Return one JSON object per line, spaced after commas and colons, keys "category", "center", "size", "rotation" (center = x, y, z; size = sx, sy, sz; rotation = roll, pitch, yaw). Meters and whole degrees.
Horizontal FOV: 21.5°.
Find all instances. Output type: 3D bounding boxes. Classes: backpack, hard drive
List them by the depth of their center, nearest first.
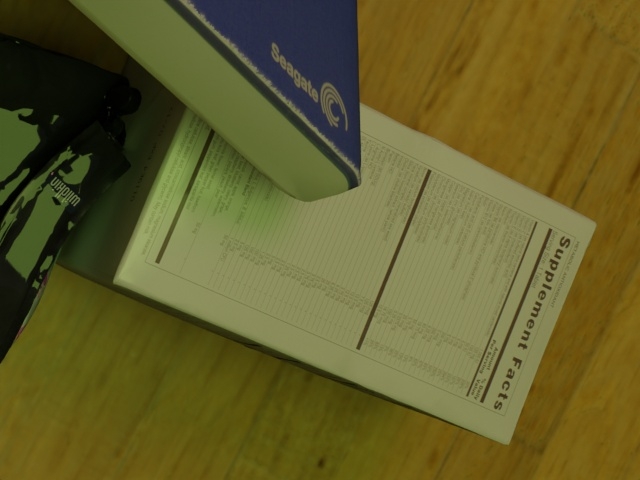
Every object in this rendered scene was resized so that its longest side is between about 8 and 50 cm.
{"category": "hard drive", "center": [-0.045, -0.204, 0.787], "size": [0.210, 0.040, 0.319], "rotation": [41, 41, -50]}
{"category": "backpack", "center": [-0.186, -0.016, 0.846], "size": [0.152, 0.115, 0.182], "rotation": [18, 90, -13]}

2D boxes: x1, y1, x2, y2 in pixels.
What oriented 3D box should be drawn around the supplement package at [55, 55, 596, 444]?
{"category": "supplement package", "center": [0.000, 0.000, 0.917], "size": [0.244, 0.134, 0.139], "rotation": [25, 85, -24]}
